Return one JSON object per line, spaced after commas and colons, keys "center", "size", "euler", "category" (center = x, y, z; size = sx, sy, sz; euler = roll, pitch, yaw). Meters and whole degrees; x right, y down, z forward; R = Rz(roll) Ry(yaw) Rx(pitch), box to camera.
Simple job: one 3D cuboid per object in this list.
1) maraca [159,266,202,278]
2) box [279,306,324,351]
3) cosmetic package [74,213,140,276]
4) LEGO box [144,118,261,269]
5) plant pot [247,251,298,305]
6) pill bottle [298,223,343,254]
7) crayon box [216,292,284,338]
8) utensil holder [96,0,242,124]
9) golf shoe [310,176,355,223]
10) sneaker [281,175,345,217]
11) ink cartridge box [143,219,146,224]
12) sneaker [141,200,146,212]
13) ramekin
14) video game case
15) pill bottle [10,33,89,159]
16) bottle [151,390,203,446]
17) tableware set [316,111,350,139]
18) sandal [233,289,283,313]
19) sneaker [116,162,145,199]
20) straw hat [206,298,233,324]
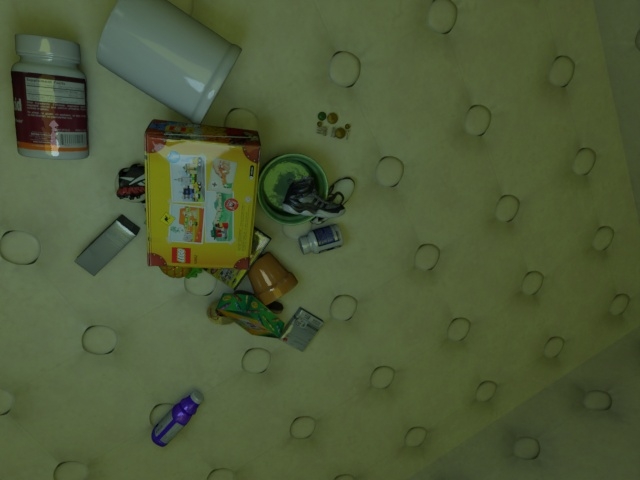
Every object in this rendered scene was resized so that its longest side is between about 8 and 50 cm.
{"center": [-0.600, 0.114, 1.871], "size": [0.186, 0.099, 0.127], "euler": [27, 132, -35], "category": "maraca"}
{"center": [-0.094, 0.437, 2.144], "size": [0.145, 0.038, 0.186], "euler": [34, 94, -22], "category": "box"}
{"center": [-0.852, 0.017, 1.755], "size": [0.238, 0.127, 0.107], "euler": [-46, 112, 3], "category": "cosmetic package"}
{"center": [-0.429, -0.152, 1.600], "size": [0.373, 0.193, 0.499], "euler": [4, 117, -13], "category": "LEGO box"}
{"center": [-0.234, 0.160, 1.949], "size": [0.205, 0.205, 0.187], "euler": [-32, 96, -5], "category": "plant pot"}
{"center": [0.000, 0.000, 1.999], "size": [0.187, 0.112, 0.111], "euler": [-16, 110, -11], "category": "pill bottle"}
{"center": [-0.300, 0.331, 1.918], "size": [0.278, 0.166, 0.081], "euler": [51, 48, -45], "category": "crayon box"}
{"center": [-0.526, -0.642, 1.544], "size": [0.386, 0.327, 0.327], "euler": [28, 97, -20], "category": "utensil holder"}
{"center": [0.063, -0.168, 1.963], "size": [0.273, 0.120, 0.105], "euler": [-46, 111, 0], "category": "golf shoe"}
{"center": [-0.017, -0.179, 1.782], "size": [0.269, 0.101, 0.153], "euler": [5, 108, -15], "category": "sneaker"}
{"center": [-0.634, -0.126, 1.807], "size": [0.109, 0.062, 0.209], "euler": [30, 97, -22], "category": "ink cartridge box"}
{"center": [-0.612, -0.128, 1.745], "size": [0.178, 0.072, 0.077], "euler": [-3, 113, 2], "category": "sneaker"}
{"center": [-0.130, -0.227, 1.873], "size": [0.304, 0.148, 0.303], "euler": [-5, 108, -15], "category": "ramekin"}
{"center": [-0.386, 0.032, 1.845], "size": [0.248, 0.035, 0.274], "euler": [35, 94, -6], "category": "video game case"}
{"center": [-0.937, -0.490, 1.524], "size": [0.224, 0.224, 0.391], "euler": [2, 105, -16], "category": "pill bottle"}
{"center": [-0.668, 0.830, 2.058], "size": [0.092, 0.118, 0.283], "euler": [43, 91, -20], "category": "bottle"}
{"center": [0.057, -0.502, 1.913], "size": [0.154, 0.024, 0.103], "euler": [8, 101, -17], "category": "tableware set"}
{"center": [-0.296, 0.308, 2.025], "size": [0.240, 0.088, 0.079], "euler": [18, 124, -13], "category": "sandal"}
{"center": [-0.674, -0.241, 1.710], "size": [0.276, 0.098, 0.135], "euler": [-7, 90, 14], "category": "sneaker"}
{"center": [-0.442, 0.313, 1.995], "size": [0.145, 0.061, 0.144], "euler": [0, 110, 0], "category": "straw hat"}
